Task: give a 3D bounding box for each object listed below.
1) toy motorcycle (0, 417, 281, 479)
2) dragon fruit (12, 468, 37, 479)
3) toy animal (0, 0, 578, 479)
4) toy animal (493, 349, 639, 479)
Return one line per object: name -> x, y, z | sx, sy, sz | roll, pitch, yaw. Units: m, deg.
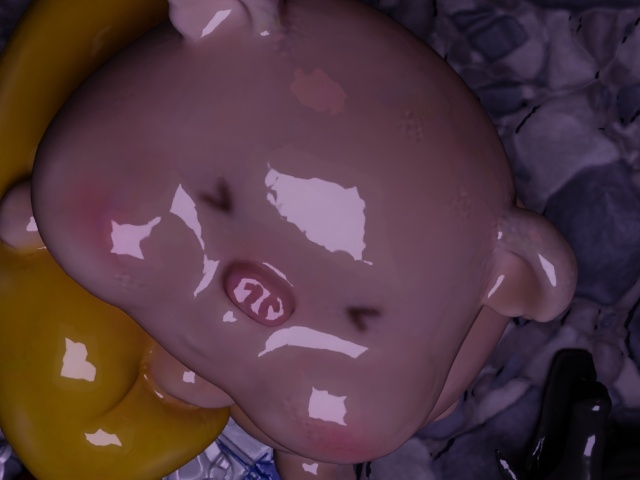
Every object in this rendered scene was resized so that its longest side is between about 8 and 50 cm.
toy motorcycle -> -0.110, 0.111, 1.110 | 0.150, 0.102, 0.221 | -42, 113, -6
dragon fruit -> -0.148, 0.206, 1.183 | 0.097, 0.063, 0.131 | 11, 118, -17
toy animal -> -0.009, 0.020, 0.952 | 0.345, 0.247, 0.277 | 44, 68, -31
toy animal -> 0.229, 0.145, 1.207 | 0.245, 0.114, 0.146 | 8, 114, 9
